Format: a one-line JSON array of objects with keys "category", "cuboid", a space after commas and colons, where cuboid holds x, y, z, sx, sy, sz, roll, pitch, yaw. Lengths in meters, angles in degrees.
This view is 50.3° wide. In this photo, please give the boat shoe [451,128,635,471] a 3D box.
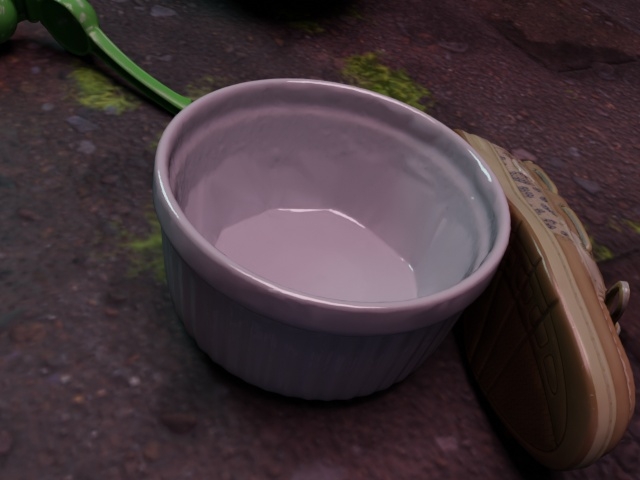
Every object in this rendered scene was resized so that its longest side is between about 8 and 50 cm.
[{"category": "boat shoe", "cuboid": [0.144, 0.017, 0.449, 0.089, 0.105, 0.285, 9, 39, -12]}]

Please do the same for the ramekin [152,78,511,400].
[{"category": "ramekin", "cuboid": [0.000, 0.000, 0.423, 0.207, 0.109, 0.207, 8, 41, -7]}]

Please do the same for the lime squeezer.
[{"category": "lime squeezer", "cuboid": [-0.261, -0.168, 0.586, 0.310, 0.059, 0.110, 8, 75, -9]}]
